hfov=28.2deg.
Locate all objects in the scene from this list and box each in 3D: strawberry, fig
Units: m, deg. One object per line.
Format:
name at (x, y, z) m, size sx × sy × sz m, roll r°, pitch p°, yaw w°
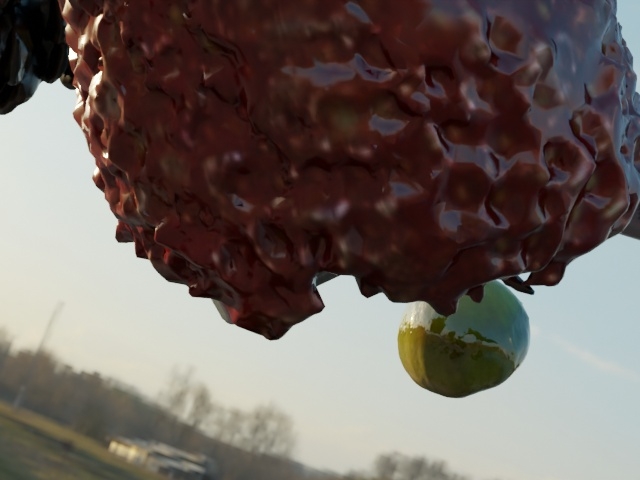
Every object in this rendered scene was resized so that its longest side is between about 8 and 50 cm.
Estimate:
strawberry at (0.007, -0.093, 0.566) m, size 0.261 × 0.258 × 0.261 m, roll -7°, pitch 15°, yaw 2°
fig at (0.144, 0.098, 1.314) m, size 0.153 × 0.136 × 0.121 m, roll 44°, pitch -34°, yaw 49°

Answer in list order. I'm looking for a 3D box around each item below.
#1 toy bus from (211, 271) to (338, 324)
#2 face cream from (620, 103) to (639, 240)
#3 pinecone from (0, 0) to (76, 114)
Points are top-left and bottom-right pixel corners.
toy bus at (0.000, 0.000, 0.862) m, size 0.072 × 0.172 × 0.057 m, roll -122°, pitch -173°, yaw -80°
face cream at (0.260, -0.054, 1.001) m, size 0.273 × 0.096 × 0.154 m, roll 13°, pitch -59°, yaw 21°
pinecone at (-0.290, -0.250, 1.074) m, size 0.298 × 0.296 × 0.242 m, roll 43°, pitch -25°, yaw 17°
